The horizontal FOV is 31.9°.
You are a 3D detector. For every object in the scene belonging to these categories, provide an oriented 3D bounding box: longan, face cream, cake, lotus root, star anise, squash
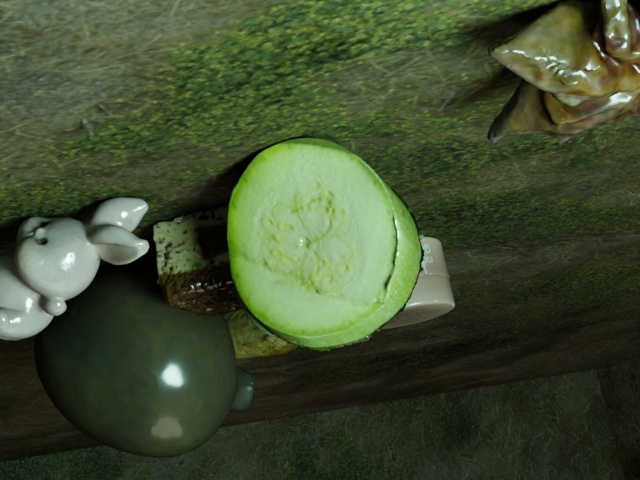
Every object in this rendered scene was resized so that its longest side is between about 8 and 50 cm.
[{"bbox_3d":[-0.224,0.155,1.477,0.300,0.300,0.243,3,118,-42],"label":"longan"},{"bbox_3d":[0.122,0.066,1.699,0.149,0.104,0.149,-11,165,-3],"label":"face cream"},{"bbox_3d":[-0.088,0.003,1.319,0.246,0.112,0.135,-24,158,38],"label":"cake"},{"bbox_3d":[-0.104,0.150,1.861,0.258,0.097,0.110,-19,166,37],"label":"lotus root"},{"bbox_3d":[0.309,-0.167,1.014,0.349,0.109,0.292,-8,169,-15],"label":"star anise"},{"bbox_3d":[-0.003,0.011,1.210,0.220,0.220,0.133,-14,168,10],"label":"squash"}]

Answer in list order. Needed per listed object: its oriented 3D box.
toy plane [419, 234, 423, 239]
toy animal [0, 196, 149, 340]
[{"bbox_3d":[-0.007,0.025,1.486,0.286,0.108,0.092,-21,168,-17],"label":"toy plane"},{"bbox_3d":[-0.292,0.013,1.241,0.212,0.124,0.124,-41,154,19],"label":"toy animal"}]
